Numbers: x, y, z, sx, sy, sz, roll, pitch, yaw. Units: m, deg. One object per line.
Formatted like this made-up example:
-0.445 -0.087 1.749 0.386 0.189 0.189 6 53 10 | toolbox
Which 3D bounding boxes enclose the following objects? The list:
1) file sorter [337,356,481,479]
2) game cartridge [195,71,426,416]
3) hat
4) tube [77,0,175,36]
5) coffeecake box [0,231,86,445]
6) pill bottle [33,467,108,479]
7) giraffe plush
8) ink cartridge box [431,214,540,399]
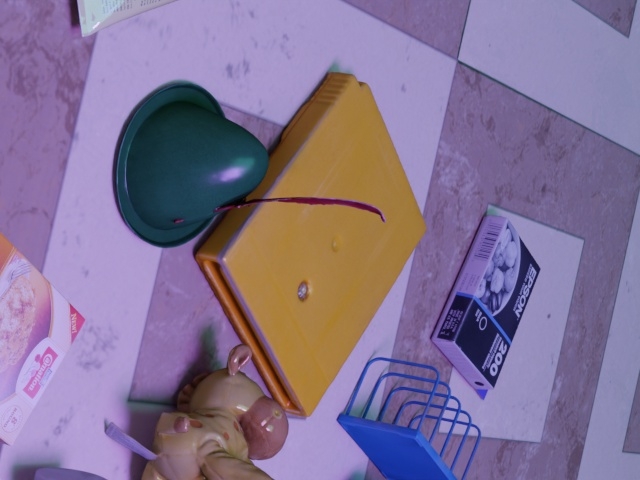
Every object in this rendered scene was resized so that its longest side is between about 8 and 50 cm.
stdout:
0.123 0.241 1.980 0.170 0.118 0.104 54 53 -46 | file sorter
0.000 0.000 1.805 0.323 0.053 0.285 -57 139 -32 | game cartridge
-0.075 -0.070 1.556 0.208 0.184 0.172 -34 125 -45 | hat
-0.152 -0.273 1.510 0.240 0.062 0.070 -25 76 -43 | tube
-0.314 0.076 1.363 0.142 0.068 0.185 -63 142 -23 | coffeecake box
-0.257 0.320 1.479 0.103 0.103 0.184 8 93 -55 | pill bottle
-0.108 0.216 1.643 0.210 0.181 0.170 47 42 -9 | giraffe plush
0.251 0.102 2.184 0.208 0.045 0.206 49 59 -50 | ink cartridge box
